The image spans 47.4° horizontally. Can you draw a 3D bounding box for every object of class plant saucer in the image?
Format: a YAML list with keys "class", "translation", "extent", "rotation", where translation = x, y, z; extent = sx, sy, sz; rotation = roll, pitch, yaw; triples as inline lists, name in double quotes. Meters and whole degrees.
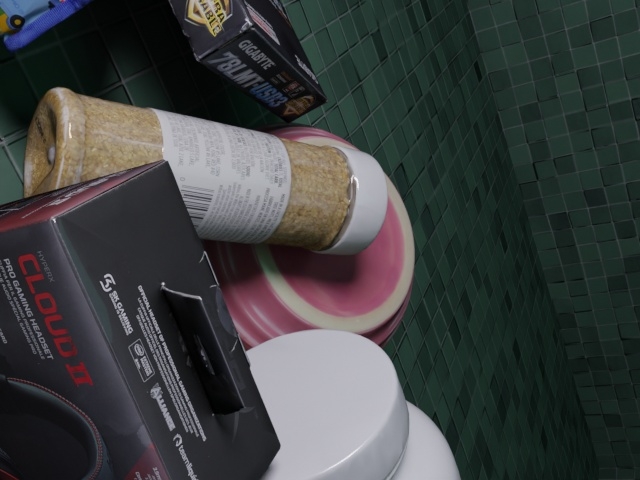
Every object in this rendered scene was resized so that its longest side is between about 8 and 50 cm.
- class: "plant saucer"
  translation: [0.000, 0.000, 0.919]
  extent: [0.332, 0.084, 0.332]
  rotation: [12, 68, -33]

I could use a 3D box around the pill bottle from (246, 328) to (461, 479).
- class: "pill bottle"
  translation: [0.032, 0.291, 0.680]
  extent: [0.229, 0.229, 0.408]
  rotation: [-61, 141, -49]

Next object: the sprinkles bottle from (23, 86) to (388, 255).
- class: "sprinkles bottle"
  translation: [-0.099, -0.058, 0.728]
  extent: [0.355, 0.121, 0.121]
  rotation: [7, 74, -37]

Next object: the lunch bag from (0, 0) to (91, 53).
- class: "lunch bag"
  translation: [-0.252, -0.327, 0.631]
  extent: [0.221, 0.138, 0.293]
  rotation: [56, 13, -28]

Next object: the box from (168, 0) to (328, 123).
- class: "box"
  translation: [-0.113, -0.297, 0.812]
  extent: [0.293, 0.073, 0.295]
  rotation: [63, 12, 10]

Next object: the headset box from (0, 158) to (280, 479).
- class: "headset box"
  translation: [-0.178, 0.083, 0.486]
  extent: [0.110, 0.293, 0.218]
  rotation: [-45, 120, -57]
